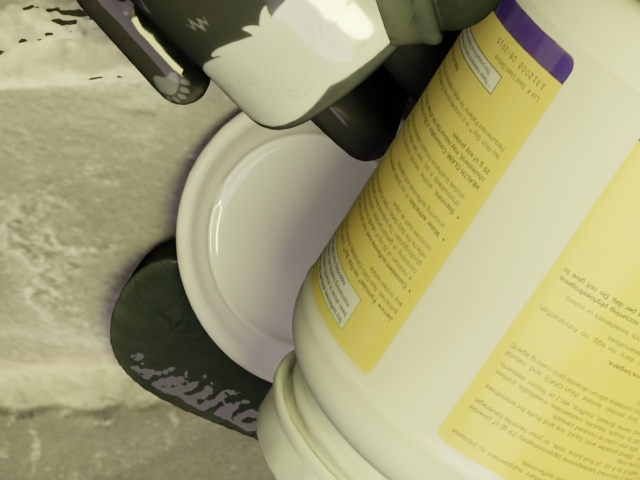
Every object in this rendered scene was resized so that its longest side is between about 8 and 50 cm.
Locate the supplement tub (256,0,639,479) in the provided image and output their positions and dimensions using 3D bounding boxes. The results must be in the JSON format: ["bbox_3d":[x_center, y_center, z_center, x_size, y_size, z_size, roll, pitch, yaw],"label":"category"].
[{"bbox_3d":[0.132,0.020,1.048,0.241,0.241,0.331,30,111,-6],"label":"supplement tub"}]

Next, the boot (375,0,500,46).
[{"bbox_3d":[0.241,-0.278,0.908,0.445,0.367,0.146,-3,156,13],"label":"boot"}]

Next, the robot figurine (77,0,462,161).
[{"bbox_3d":[-0.029,-0.180,1.118,0.278,0.173,0.209,44,82,-15],"label":"robot figurine"}]

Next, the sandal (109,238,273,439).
[{"bbox_3d":[0.059,0.141,1.324,0.445,0.107,0.167,19,123,0],"label":"sandal"}]

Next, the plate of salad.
[{"bbox_3d":[0.000,0.000,1.254,0.200,0.048,0.200,1,93,20],"label":"plate of salad"}]
